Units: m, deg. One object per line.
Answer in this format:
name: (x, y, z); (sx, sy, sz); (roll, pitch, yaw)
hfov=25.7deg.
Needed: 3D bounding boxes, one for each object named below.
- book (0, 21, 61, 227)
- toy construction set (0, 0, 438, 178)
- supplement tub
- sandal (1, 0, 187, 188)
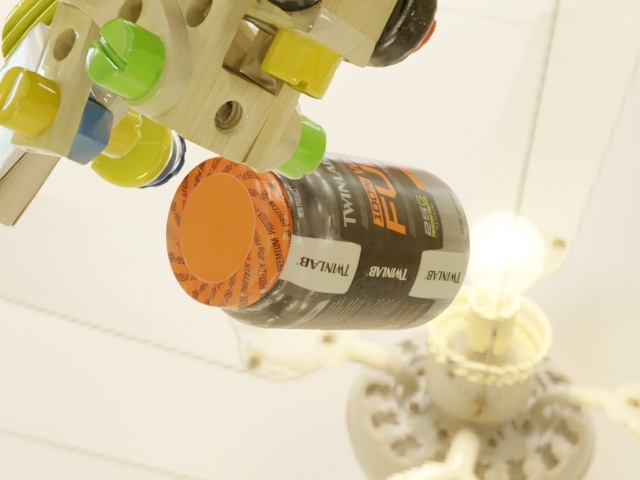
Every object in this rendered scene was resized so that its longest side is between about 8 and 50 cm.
book: (-0.228, -0.092, 1.073); (0.035, 0.096, 0.144); (29, -155, -33)
toy construction set: (-0.031, -0.170, 0.620); (0.151, 0.327, 0.215); (6, -166, -39)
supplement tub: (0.000, 0.000, 1.607); (0.338, 0.207, 0.207); (4, -151, -49)
sandal: (-0.257, -0.166, 1.618); (0.126, 0.138, 0.317); (-37, -114, 6)
